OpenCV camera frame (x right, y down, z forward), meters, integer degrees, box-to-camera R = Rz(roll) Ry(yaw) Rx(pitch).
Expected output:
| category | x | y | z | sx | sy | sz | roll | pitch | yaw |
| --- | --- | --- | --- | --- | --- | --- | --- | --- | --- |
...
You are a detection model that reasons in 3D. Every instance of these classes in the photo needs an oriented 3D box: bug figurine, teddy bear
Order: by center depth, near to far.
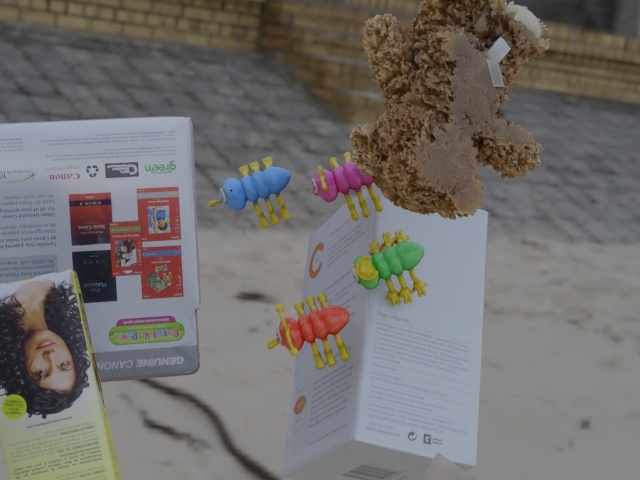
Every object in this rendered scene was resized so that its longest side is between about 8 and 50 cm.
| category | x | y | z | sx | sy | sz | roll | pitch | yaw |
| --- | --- | --- | --- | --- | --- | --- | --- | --- | --- |
| teddy bear | 0.144 | -0.167 | 1.580 | 0.245 | 0.338 | 0.113 | 20 | -24 | -29 |
| bug figurine | 0.000 | 0.000 | 1.672 | 0.216 | 0.279 | 0.072 | -24 | -18 | -1 |

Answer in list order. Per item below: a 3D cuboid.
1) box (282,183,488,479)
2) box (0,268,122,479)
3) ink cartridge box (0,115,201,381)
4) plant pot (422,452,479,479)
| category | x | y | z | sx | sy | sz | roll | pitch | yaw |
| --- | --- | --- | --- | --- | --- | --- | --- | --- | --- |
| box | 0.084 | 0.131 | 1.784 | 0.168 | 0.345 | 0.215 | 16 | -26 | -20 |
| box | -0.212 | 0.144 | 1.112 | 0.087 | 0.232 | 0.058 | -13 | -1 | -6 |
| ink cartridge box | -0.286 | 0.010 | 1.470 | 0.309 | 0.272 | 0.130 | -3 | 6 | -9 |
| plant pot | 0.118 | 0.243 | 1.099 | 0.096 | 0.109 | 0.109 | 25 | -7 | 20 |
